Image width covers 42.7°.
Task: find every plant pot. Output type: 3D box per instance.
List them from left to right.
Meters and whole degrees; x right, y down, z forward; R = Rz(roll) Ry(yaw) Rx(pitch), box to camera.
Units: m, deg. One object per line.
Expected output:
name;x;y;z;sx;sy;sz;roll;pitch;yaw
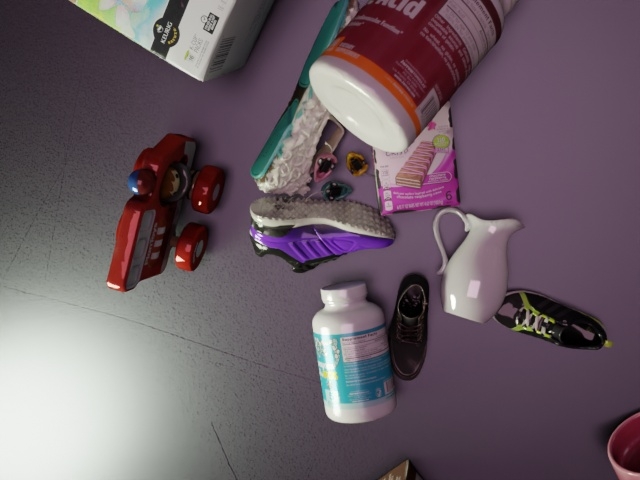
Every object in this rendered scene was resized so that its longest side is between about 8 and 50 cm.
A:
plant pot;0.673;0.442;1.552;0.201;0.201;0.180;-25;108;11

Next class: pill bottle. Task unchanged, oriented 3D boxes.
pill bottle;0.064;0.218;1.635;0.146;0.146;0.264;-8;95;10
pill bottle;0.182;-0.369;1.460;0.224;0.224;0.392;39;79;3

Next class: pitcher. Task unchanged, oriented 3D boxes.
pitcher;0.286;0.044;1.603;0.178;0.125;0.207;16;88;28

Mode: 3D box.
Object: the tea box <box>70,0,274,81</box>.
tea box;-0.248;-0.530;1.524;0.324;0.220;0.329;32;117;6

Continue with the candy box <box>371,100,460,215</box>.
candy box;0.180;-0.174;1.598;0.159;0.071;0.233;-8;95;1

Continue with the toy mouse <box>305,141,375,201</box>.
toy mouse;0.021;-0.128;1.617;0.143;0.161;0.031;-40;45;5

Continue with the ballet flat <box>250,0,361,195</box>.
ballet flat;0.001;-0.268;1.613;0.147;0.147;0.408;30;103;5

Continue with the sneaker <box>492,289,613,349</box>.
sneaker;0.450;0.157;1.590;0.235;0.097;0.084;14;98;7

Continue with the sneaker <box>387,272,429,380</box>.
sneaker;0.171;0.181;1.627;0.083;0.118;0.222;4;97;8

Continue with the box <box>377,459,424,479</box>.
box;0.085;0.648;1.687;0.381;0.143;0.191;-39;90;13

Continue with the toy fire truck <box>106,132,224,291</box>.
toy fire truck;-0.319;-0.059;1.607;0.169;0.254;0.302;18;99;6

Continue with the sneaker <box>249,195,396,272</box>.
sneaker;0.000;0.000;1.650;0.294;0.102;0.146;7;122;-4
